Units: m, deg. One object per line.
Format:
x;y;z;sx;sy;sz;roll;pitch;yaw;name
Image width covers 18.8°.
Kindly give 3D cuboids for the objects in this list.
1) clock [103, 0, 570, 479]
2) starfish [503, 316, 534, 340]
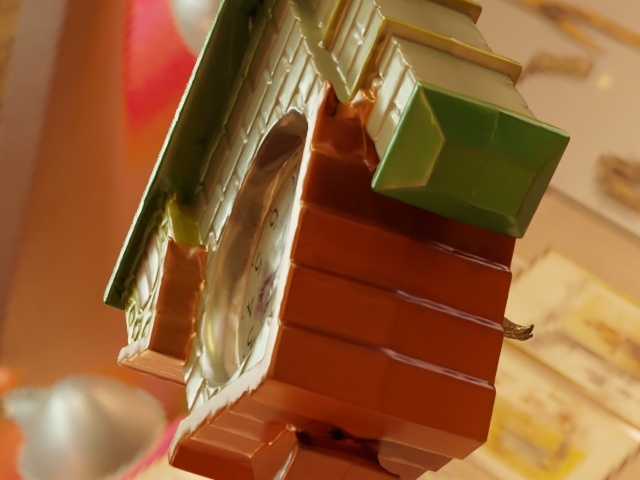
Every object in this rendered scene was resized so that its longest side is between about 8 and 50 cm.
0.000;0.000;0.802;0.255;0.106;0.220;-108;38;-65;clock
0.069;0.023;1.270;0.133;0.130;0.041;2;-54;-16;starfish
